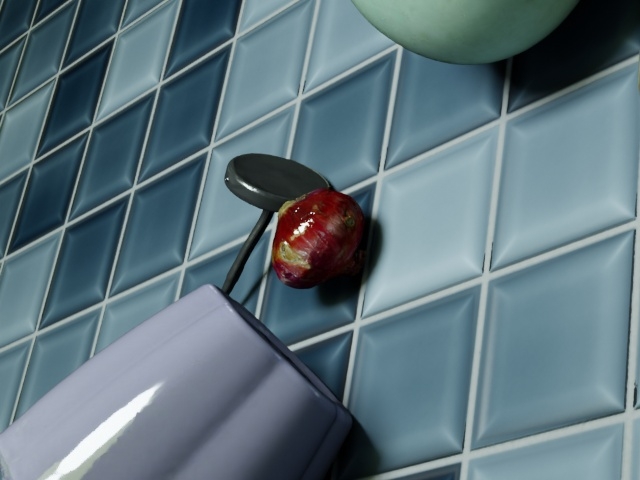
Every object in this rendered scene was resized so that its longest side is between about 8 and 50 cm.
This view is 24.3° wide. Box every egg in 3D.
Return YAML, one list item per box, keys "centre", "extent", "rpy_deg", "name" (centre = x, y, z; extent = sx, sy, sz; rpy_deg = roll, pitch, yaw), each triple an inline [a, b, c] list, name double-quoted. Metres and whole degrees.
- centre: [0.126, -0.338, 1.345]
  extent: [0.276, 0.276, 0.389]
  rpy_deg: [-32, 52, 38]
  name: "egg"

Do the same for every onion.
- centre: [0.000, 0.000, 1.436]
  extent: [0.107, 0.097, 0.107]
  rpy_deg: [-55, -8, -11]
  name: "onion"

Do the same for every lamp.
- centre: [-0.135, 0.066, 1.554]
  extent: [0.371, 0.108, 0.130]
  rpy_deg: [-52, 29, 14]
  name: "lamp"

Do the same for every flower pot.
- centre: [-0.118, 0.180, 1.324]
  extent: [0.243, 0.265, 0.265]
  rpy_deg: [-49, 32, -2]
  name: "flower pot"

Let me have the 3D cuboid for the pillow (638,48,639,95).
- centre: [0.334, -0.176, 1.153]
  extent: [0.217, 0.033, 0.130]
  rpy_deg: [-21, 54, 47]
  name: "pillow"
